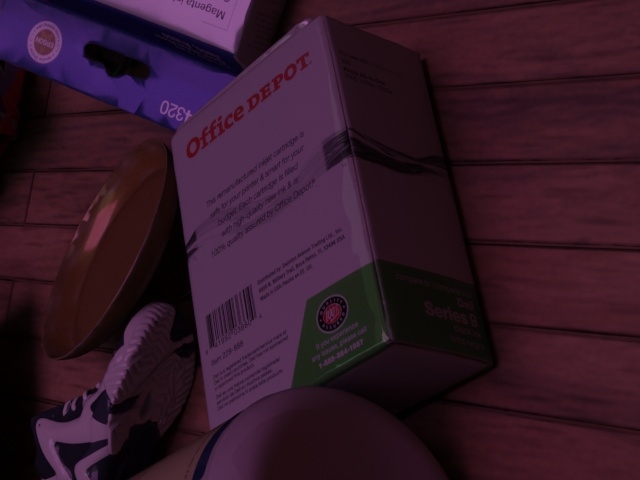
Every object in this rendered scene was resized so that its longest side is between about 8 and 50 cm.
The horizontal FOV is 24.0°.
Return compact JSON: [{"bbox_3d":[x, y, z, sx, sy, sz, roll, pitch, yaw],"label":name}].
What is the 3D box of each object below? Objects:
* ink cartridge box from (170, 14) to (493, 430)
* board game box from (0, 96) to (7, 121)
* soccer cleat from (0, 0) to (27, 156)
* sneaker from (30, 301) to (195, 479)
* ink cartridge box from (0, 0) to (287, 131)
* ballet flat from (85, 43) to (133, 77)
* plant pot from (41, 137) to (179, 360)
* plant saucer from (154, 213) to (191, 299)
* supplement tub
[{"bbox_3d":[0.000,0.000,1.202,0.211,0.121,0.289,-34,55,39],"label":"ink cartridge box"},{"bbox_3d":[-0.480,-0.206,1.749,0.208,0.056,0.347,-43,54,23],"label":"board game box"},{"bbox_3d":[-0.372,-0.172,1.737,0.095,0.083,0.248,27,95,18],"label":"soccer cleat"},{"bbox_3d":[-0.211,0.156,1.423,0.153,0.094,0.235,21,106,42],"label":"sneaker"},{"bbox_3d":[-0.172,-0.291,1.442,0.324,0.071,0.330,23,96,26],"label":"ink cartridge box"},{"bbox_3d":[-0.245,-0.241,1.609,0.070,0.070,0.188,-50,43,27],"label":"ballet flat"},{"bbox_3d":[-0.198,0.013,1.452,0.236,0.032,0.236,-47,28,34],"label":"plant pot"},{"bbox_3d":[-0.129,0.016,1.431,0.083,0.015,0.083,-17,67,46],"label":"plant saucer"},{"bbox_3d":[-0.071,0.268,1.117,0.325,0.235,0.235,-34,55,39],"label":"supplement tub"}]
